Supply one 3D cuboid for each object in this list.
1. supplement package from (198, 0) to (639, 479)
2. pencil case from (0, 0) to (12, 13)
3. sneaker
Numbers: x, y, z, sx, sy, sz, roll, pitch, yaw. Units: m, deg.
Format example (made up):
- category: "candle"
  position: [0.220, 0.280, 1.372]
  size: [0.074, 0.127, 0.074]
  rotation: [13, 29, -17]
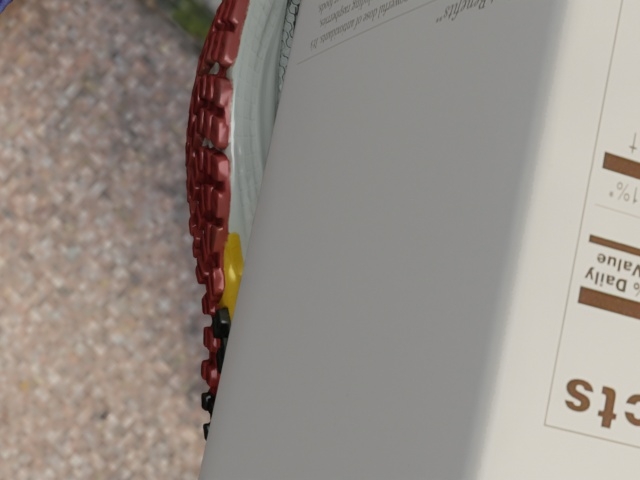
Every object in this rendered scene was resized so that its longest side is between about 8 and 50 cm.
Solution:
- category: "supplement package"
  position: [0.088, 0.007, 0.423]
  size: [0.175, 0.177, 0.293]
  rotation: [16, 81, -23]
- category: "pencil case"
  position: [-0.227, -0.207, 0.541]
  size: [0.133, 0.119, 0.306]
  rotation: [-23, 84, -18]
- category: "sneaker"
  position: [0.000, 0.000, 0.533]
  size: [0.092, 0.088, 0.225]
  rotation: [-4, 86, -14]
